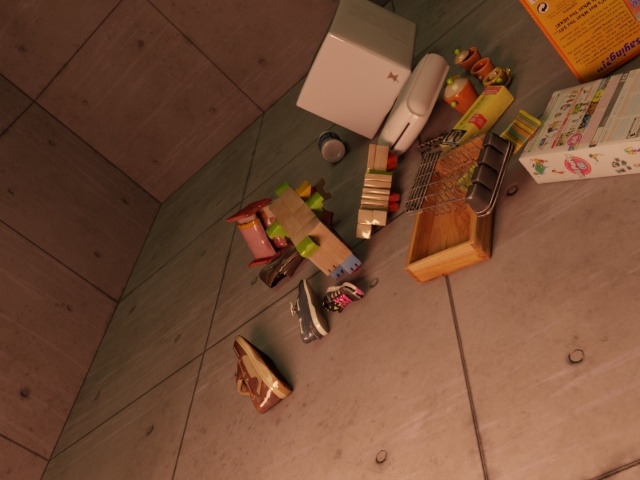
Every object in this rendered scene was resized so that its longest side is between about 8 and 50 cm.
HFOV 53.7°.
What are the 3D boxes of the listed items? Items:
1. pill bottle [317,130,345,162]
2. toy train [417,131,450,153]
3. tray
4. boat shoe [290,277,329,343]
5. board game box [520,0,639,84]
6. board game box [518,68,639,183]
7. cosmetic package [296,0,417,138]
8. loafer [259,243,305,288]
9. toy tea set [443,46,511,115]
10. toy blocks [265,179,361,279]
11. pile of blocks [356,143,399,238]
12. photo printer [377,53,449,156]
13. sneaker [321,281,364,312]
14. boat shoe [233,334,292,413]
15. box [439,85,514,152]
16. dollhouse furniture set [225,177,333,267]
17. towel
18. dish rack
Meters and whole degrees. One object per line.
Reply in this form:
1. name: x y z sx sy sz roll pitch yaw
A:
1. pill bottle: 0.040 -0.383 2.537 0.094 0.094 0.169 -43 25 12
2. toy train: 0.366 -0.310 1.975 0.158 0.027 0.036 -19 34 47
3. tray: 0.347 -0.088 1.628 0.202 0.076 0.411 -26 33 39
4. boat shoe: -0.039 0.201 1.820 0.079 0.095 0.254 -32 36 8
5. board game box: 0.696 -0.683 1.581 0.356 0.356 0.356 -34 27 30
6. board game box: 0.620 -0.250 1.388 0.303 0.097 0.224 -1 52 58
7. cosmetic package: 0.145 -0.669 2.396 0.394 0.327 0.329 -76 13 -46
8. loafer: -0.105 0.087 2.131 0.220 0.080 0.078 -39 58 16
9. toy tea set: 0.464 -0.534 2.025 0.200 0.124 0.336 -40 26 17
10. toy blocks: 0.000 0.000 1.875 0.191 0.261 0.381 -44 32 4
11. pile of blocks: 0.189 -0.139 1.957 0.112 0.149 0.362 6 56 8
12. photo printer: 0.300 -0.431 2.082 0.308 0.107 0.256 -64 5 -32
13. sneaker: 0.058 0.164 1.747 0.170 0.063 0.075 -16 39 58
14. boat shoe: -0.195 0.378 1.785 0.123 0.123 0.342 -49 31 -5
15. box: 0.455 -0.345 1.842 0.232 0.058 0.087 -49 24 -3
16. dollhouse furniture set: -0.122 -0.054 2.175 0.374 0.201 0.152 -15 18 40
17. towel: 0.428 -0.209 1.529 0.237 0.021 0.102 -50 22 13
18. dish rack: 0.324 -0.150 1.546 0.271 0.074 0.208 -12 50 57
